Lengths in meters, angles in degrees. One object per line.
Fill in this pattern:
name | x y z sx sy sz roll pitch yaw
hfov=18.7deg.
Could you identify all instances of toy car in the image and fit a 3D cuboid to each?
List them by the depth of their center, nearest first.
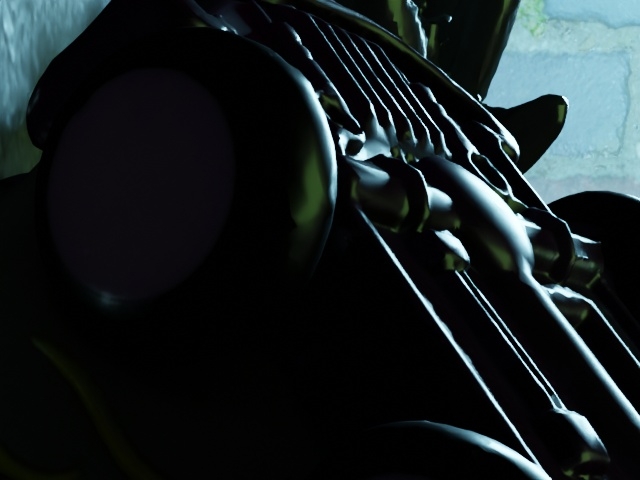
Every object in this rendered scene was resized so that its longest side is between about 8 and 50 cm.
toy car | 0.007 0.102 0.542 0.271 0.240 0.340 16 36 -55

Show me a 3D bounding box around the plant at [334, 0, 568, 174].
plant | 0.000 0.000 0.907 0.181 0.194 0.320 -110 -160 -68
